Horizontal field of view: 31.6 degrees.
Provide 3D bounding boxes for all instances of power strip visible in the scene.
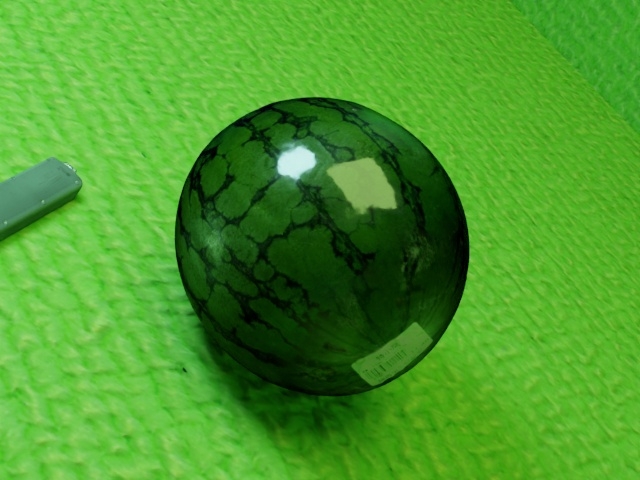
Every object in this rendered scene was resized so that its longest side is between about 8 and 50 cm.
[{"bbox_3d":[-0.373,-0.040,1.343,0.060,0.027,0.253,38,33,7],"label":"power strip"}]

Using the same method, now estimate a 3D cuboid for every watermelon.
[{"bbox_3d":[0.000,0.000,1.323,0.363,0.363,0.363,22,34,-16],"label":"watermelon"}]
